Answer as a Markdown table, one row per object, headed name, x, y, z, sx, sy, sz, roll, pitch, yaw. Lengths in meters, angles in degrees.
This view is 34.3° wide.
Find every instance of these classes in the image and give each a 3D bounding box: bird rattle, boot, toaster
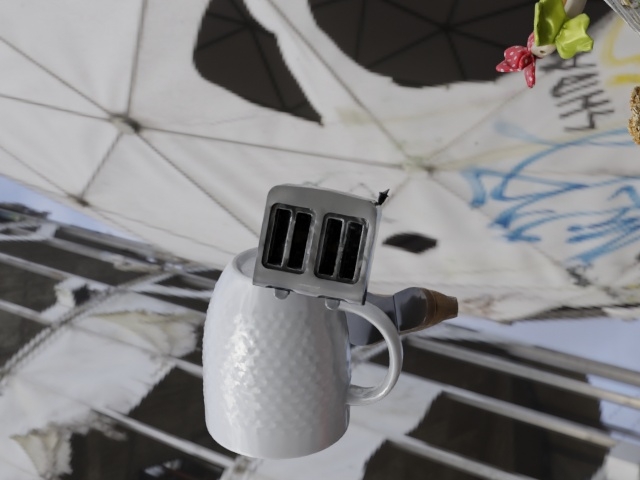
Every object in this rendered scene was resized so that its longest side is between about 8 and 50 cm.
| name | x | y | z | sx | sy | sz | roll | pitch | yaw |
| --- | --- | --- | --- | --- | --- | --- | --- | --- | --- |
| bird rattle | 0.487 | -0.433 | 2.162 | 0.207 | 0.143 | 0.253 | -60 | 0 | -17 |
| boot | 0.149 | 0.152 | 2.076 | 0.115 | 0.305 | 0.112 | 3 | -100 | -38 |
| toaster | 0.000 | 0.000 | 1.498 | 0.110 | 0.168 | 0.186 | -27 | -52 | -85 |

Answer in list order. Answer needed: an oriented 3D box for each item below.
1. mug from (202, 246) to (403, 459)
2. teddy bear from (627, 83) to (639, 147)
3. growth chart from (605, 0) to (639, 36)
| name | x | y | z | sx | sy | sz | roll | pitch | yaw |
| --- | --- | --- | --- | --- | --- | --- | --- | --- | --- |
| mug | -0.034 | 0.194 | 1.899 | 0.276 | 0.374 | 0.328 | -54 | -32 | -62 |
| teddy bear | 0.528 | -0.073 | 1.510 | 0.338 | 0.113 | 0.245 | 47 | -153 | -32 |
| growth chart | 0.530 | -0.398 | 1.706 | 0.172 | 0.237 | 0.021 | -35 | -12 | -36 |
